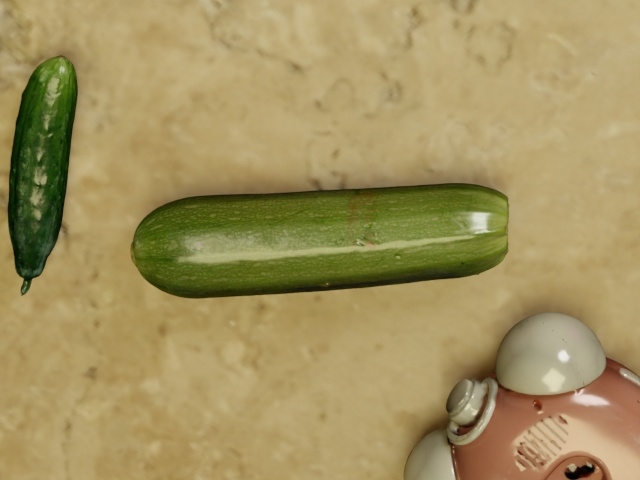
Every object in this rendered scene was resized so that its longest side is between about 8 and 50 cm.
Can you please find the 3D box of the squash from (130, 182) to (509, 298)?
[{"bbox_3d":[0.000,0.000,0.980,0.229,0.066,0.066,-4,113,4],"label":"squash"}]

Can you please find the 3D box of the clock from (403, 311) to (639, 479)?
[{"bbox_3d":[0.149,0.141,1.020,0.162,0.093,0.166,33,111,-8],"label":"clock"}]

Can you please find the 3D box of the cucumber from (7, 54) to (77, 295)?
[{"bbox_3d":[-0.170,-0.041,0.986,0.037,0.037,0.155,11,111,-2],"label":"cucumber"}]
